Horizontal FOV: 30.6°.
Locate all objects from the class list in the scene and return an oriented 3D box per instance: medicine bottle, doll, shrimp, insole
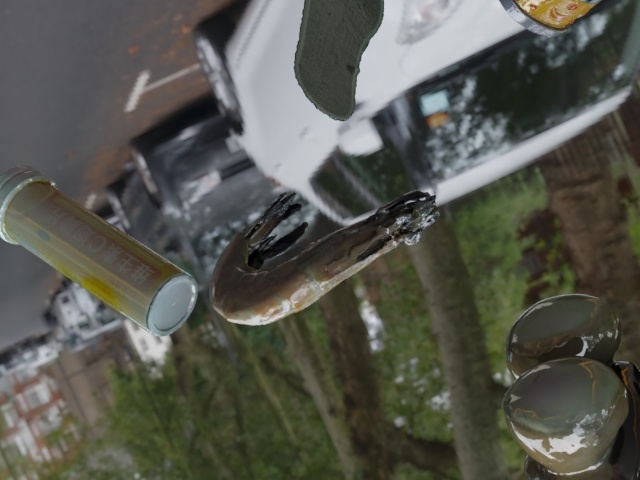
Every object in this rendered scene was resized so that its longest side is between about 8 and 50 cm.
[{"bbox_3d":[-0.207,0.009,1.050,0.074,0.218,0.073,-38,144,-35],"label":"medicine bottle"},{"bbox_3d":[0.269,0.149,0.733,0.330,0.174,0.235,8,-161,10],"label":"doll"},{"bbox_3d":[0.000,0.000,1.043,0.219,0.046,0.152,-26,-149,7],"label":"shrimp"},{"bbox_3d":[0.014,-0.166,0.875,0.003,0.080,0.232,-34,-154,33],"label":"insole"}]

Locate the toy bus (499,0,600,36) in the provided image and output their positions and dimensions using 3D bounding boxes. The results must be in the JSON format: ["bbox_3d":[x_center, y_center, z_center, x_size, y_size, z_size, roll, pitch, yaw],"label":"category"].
[{"bbox_3d":[0.223,-0.316,1.138,0.136,0.209,0.126,-28,158,37],"label":"toy bus"}]
